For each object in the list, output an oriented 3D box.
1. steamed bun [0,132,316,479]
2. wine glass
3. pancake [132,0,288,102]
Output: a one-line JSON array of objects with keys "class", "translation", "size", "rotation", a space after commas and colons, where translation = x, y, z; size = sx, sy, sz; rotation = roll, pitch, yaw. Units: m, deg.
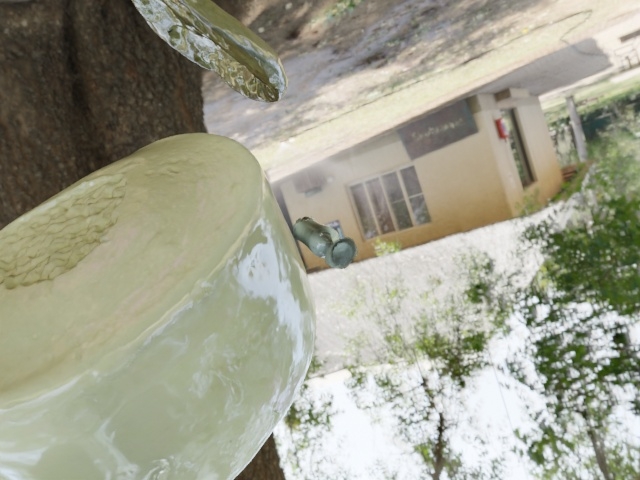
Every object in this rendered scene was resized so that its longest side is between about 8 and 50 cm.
[{"class": "steamed bun", "translation": [-0.187, 0.123, 0.655], "size": [0.290, 0.371, 0.456], "rotation": [18, -125, 38]}, {"class": "wine glass", "translation": [0.000, 0.000, 0.588], "size": [0.042, 0.039, 0.083], "rotation": [-25, -145, -25]}, {"class": "pancake", "translation": [-0.134, -0.243, 0.591], "size": [0.050, 0.242, 0.242], "rotation": [-56, -172, -3]}]
